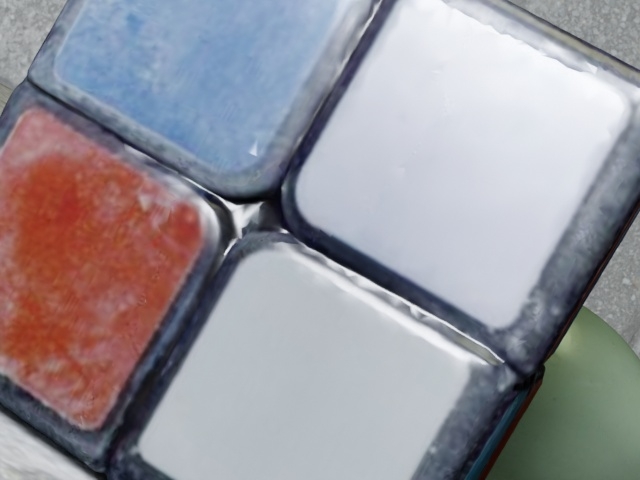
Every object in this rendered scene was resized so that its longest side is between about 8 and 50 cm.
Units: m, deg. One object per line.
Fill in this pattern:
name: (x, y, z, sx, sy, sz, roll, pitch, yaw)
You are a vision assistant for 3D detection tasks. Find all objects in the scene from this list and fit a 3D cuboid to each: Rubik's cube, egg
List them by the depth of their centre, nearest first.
Rubik's cube: (0.000, 0.000, 0.729, 0.316, 0.313, 0.318, 31, 2, 15)
egg: (0.160, 0.136, 1.008, 0.282, 0.203, 0.203, 27, 4, -9)
